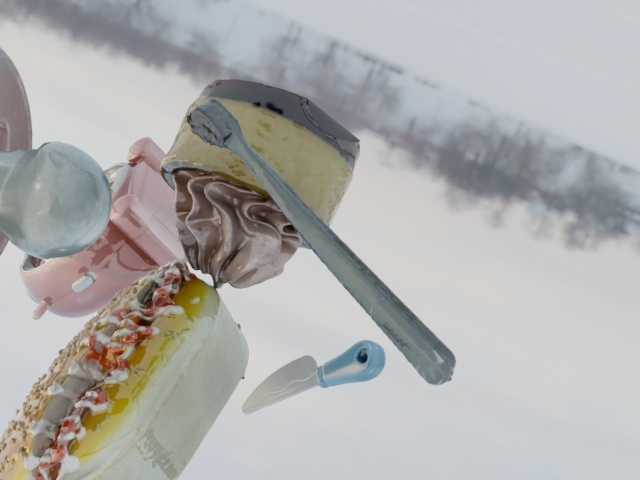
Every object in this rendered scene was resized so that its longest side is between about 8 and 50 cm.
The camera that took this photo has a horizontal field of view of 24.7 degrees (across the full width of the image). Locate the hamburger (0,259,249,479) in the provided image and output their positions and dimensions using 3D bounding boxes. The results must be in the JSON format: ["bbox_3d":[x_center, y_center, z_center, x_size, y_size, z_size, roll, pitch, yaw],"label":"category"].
[{"bbox_3d":[-0.201,0.151,1.435,0.151,0.295,0.227,43,143,-19],"label":"hamburger"}]

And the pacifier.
[{"bbox_3d":[-0.317,-0.052,1.211,0.220,0.273,0.332,66,-160,6],"label":"pacifier"}]

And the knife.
[{"bbox_3d":[-0.014,0.175,1.893,0.244,0.058,0.032,-20,153,38],"label":"knife"}]

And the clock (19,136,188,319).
[{"bbox_3d":[-0.283,0.012,1.919,0.142,0.241,0.227,49,-162,-22],"label":"clock"}]

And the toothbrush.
[{"bbox_3d":[0.000,0.000,1.144,0.297,0.030,0.030,47,-151,9],"label":"toothbrush"}]

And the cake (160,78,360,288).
[{"bbox_3d":[-0.075,-0.041,1.473,0.185,0.178,0.208,24,156,-6],"label":"cake"}]
